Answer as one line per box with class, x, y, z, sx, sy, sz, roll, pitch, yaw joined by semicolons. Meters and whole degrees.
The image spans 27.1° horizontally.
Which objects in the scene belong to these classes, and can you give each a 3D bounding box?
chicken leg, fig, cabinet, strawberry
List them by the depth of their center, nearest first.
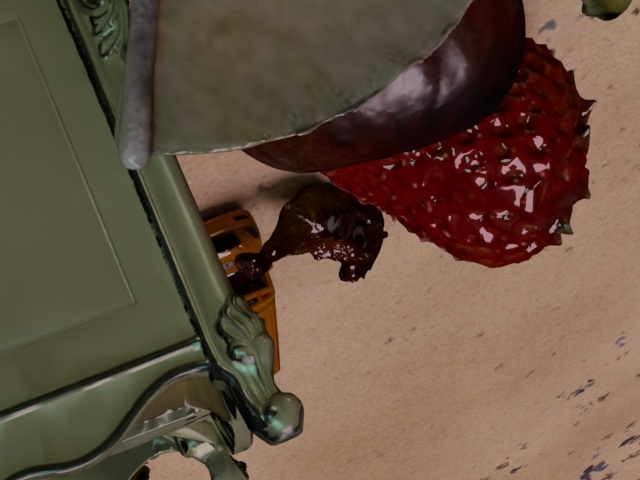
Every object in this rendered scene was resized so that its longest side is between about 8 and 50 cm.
cabinet;-0.180;0.032;0.810;0.227;0.318;0.290;-22;167;-16
fig;0.026;-0.148;0.910;0.235;0.214;0.235;-1;164;0
strawberry;0.098;-0.087;1.119;0.244;0.205;0.205;9;135;-18
chicken leg;0.002;-0.006;1.204;0.048;0.089;0.219;0;179;32

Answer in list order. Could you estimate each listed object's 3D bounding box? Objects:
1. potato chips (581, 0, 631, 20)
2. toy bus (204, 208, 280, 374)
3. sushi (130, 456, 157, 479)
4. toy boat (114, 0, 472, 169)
potato chips;0.233;-0.349;0.907;0.373;0.097;0.389;-48;144;9
toy bus;-0.083;0.059;1.224;0.083;0.088;0.194;-24;148;-14
sushi;-0.213;0.192;1.250;0.179;0.167;0.296;-6;140;1
toy boat;-0.012;-0.200;0.735;0.276;0.293;0.111;-12;178;-19
